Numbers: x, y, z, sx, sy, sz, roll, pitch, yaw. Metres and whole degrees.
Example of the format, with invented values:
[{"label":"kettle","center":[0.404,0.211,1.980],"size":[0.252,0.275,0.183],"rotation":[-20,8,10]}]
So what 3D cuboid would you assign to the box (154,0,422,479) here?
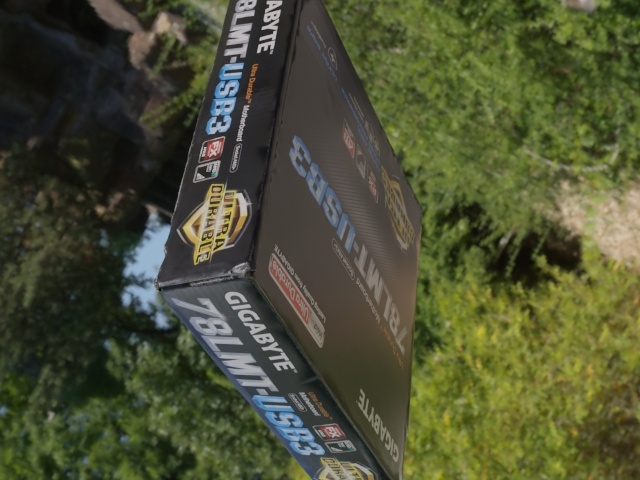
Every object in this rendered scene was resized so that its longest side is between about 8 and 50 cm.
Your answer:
[{"label":"box","center":[0.000,0.000,0.687],"size":[0.073,0.293,0.296],"rotation":[-11,137,20]}]
